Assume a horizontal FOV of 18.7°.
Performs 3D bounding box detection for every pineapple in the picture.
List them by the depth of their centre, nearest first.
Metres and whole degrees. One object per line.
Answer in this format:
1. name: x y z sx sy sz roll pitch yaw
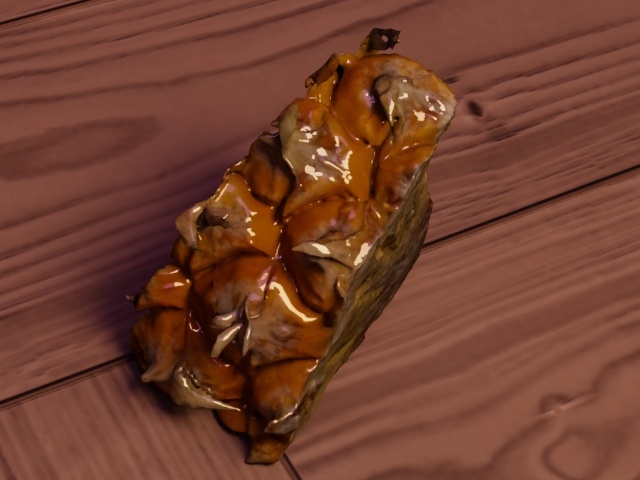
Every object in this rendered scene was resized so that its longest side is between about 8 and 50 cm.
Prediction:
1. pineapple: 0.000 0.000 1.071 0.114 0.186 0.236 38 96 10
